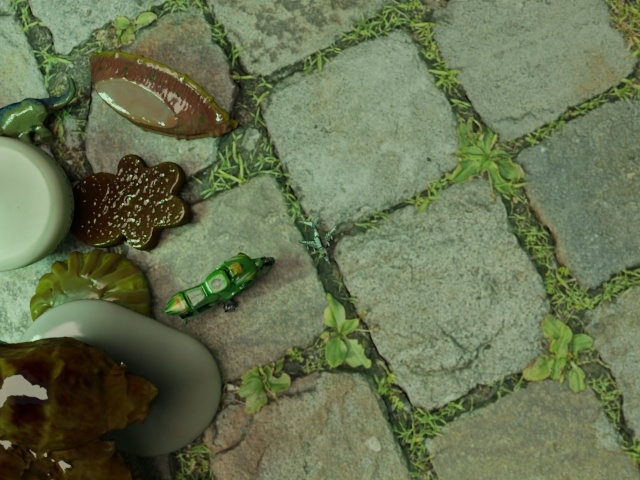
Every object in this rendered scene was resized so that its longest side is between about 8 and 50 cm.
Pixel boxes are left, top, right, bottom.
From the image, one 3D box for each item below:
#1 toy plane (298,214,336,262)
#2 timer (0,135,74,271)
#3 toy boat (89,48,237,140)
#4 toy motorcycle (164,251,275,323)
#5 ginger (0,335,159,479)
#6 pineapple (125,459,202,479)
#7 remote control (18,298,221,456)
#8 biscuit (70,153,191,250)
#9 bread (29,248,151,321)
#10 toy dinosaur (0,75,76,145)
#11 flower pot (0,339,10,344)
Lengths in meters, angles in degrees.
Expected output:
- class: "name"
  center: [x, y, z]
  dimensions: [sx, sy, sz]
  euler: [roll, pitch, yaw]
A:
- class: "toy plane"
  center: [-0.001, -0.001, 1.115]
  dimensions: [0.078, 0.024, 0.084]
  euler: [-23, 78, 24]
- class: "timer"
  center: [-0.545, -0.061, 1.086]
  dimensions: [0.233, 0.240, 0.233]
  euler: [0, 95, -2]
- class: "toy boat"
  center: [-0.305, -0.261, 1.171]
  dimensions: [0.318, 0.099, 0.141]
  euler: [26, 128, 12]
- class: "toy motorcycle"
  center: [-0.164, 0.077, 1.090]
  dimensions: [0.190, 0.106, 0.074]
  euler: [-31, 78, 3]
- class: "ginger"
  center: [-0.400, 0.269, 0.877]
  dimensions: [0.357, 0.152, 0.274]
  euler: [-35, 90, -17]
- class: "pineapple"
  center: [-0.298, 0.450, 1.021]
  dimensions: [0.357, 0.223, 0.223]
  euler: [9, 84, 1]
- class: "remote control"
  center: [-0.320, 0.224, 1.046]
  dimensions: [0.332, 0.103, 0.221]
  euler: [28, 91, -20]
- class: "biscuit"
  center: [-0.350, -0.065, 1.176]
  dimensions: [0.236, 0.039, 0.180]
  euler: [-10, 83, 9]
- class: "bread"
  center: [-0.401, 0.110, 1.128]
  dimensions: [0.213, 0.105, 0.213]
  euler: [-2, 79, 10]
- class: "toy dinosaur"
  center: [-0.576, -0.259, 1.232]
  dimensions: [0.247, 0.075, 0.188]
  euler: [-40, 68, 7]
- class: "flower pot"
  center: [-0.565, 0.345, 1.039]
  dimensions: [0.164, 0.254, 0.367]
  euler: [9, 85, 24]
